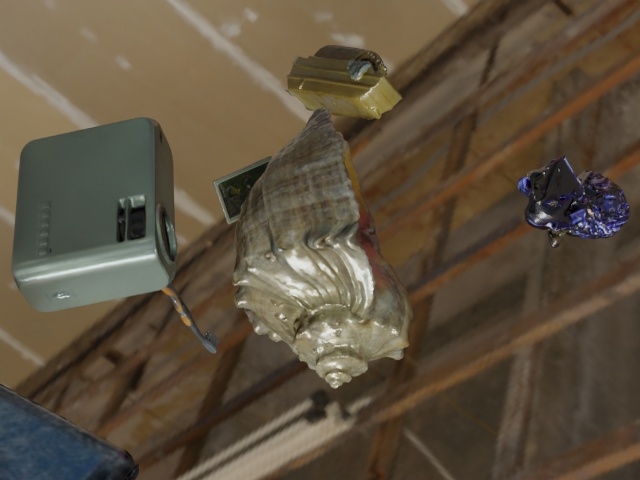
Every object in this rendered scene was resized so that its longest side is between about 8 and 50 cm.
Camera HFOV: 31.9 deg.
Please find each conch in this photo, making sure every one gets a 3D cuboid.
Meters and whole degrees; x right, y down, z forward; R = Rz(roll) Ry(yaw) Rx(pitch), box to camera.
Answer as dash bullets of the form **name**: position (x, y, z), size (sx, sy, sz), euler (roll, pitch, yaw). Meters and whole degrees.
- **conch**: position (-0.017, 0.006, 1.379), size (0.210, 0.352, 0.297), euler (-18, 155, -9)

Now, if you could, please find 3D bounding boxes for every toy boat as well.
- **toy boat**: position (0.040, -0.282, 1.935), size (0.115, 0.089, 0.310), euler (-53, -151, -11)

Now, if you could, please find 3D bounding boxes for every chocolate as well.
- **chocolate**: position (0.403, -0.055, 1.807), size (0.343, 0.126, 0.148), euler (4, 114, -63)

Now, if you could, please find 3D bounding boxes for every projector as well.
- **projector**: position (-0.303, -0.038, 1.530), size (0.198, 0.108, 0.250), euler (-12, -128, 6)

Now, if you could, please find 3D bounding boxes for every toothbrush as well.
- **toothbrush**: position (-0.241, 0.130, 2.001), size (0.023, 0.321, 0.031), euler (3, -116, 18)

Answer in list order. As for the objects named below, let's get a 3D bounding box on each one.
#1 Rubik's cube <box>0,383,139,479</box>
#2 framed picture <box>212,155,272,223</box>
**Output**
- **Rubik's cube**: position (-0.344, 0.292, 0.845), size (0.316, 0.318, 0.313), euler (-42, 146, -45)
- **framed picture**: position (-0.095, -0.067, 1.499), size (0.089, 0.066, 0.007), euler (-25, -157, -18)
